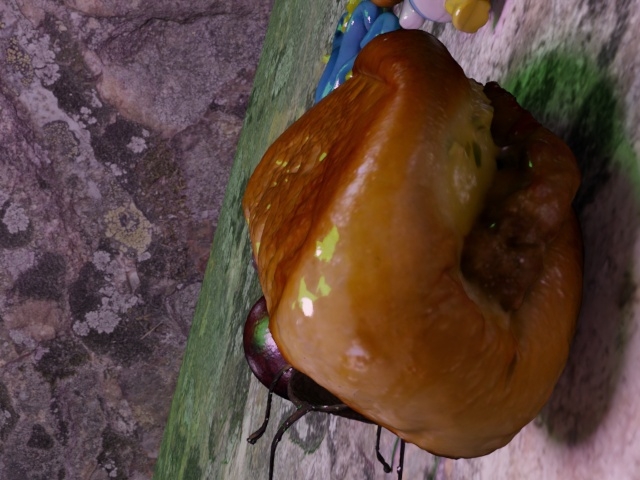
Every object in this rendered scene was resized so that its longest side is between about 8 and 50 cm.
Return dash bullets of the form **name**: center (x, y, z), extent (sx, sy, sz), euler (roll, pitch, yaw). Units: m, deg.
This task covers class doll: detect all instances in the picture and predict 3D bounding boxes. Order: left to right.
- **doll**: center (0.016, -0.186, 1.223), extent (0.346, 0.099, 0.341), euler (134, 145, -61)
- **doll**: center (0.124, -0.297, 0.880), extent (0.241, 0.099, 0.135), euler (-96, 0, -56)

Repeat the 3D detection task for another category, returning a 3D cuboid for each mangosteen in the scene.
- **mangosteen**: center (-0.012, 0.112, 0.981), extent (0.152, 0.152, 0.152), euler (-168, 90, -77)

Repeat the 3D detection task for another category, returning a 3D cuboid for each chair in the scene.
- **chair**: center (0.039, 0.136, 0.759), extent (0.174, 0.149, 0.213), euler (-111, 40, -74)

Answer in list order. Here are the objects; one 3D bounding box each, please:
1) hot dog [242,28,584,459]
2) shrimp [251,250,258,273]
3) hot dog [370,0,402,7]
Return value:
- **hot dog**: center (0.067, -0.029, 0.642), extent (0.223, 0.185, 0.405), euler (-56, 16, 9)
- **shrimp**: center (0.005, -0.005, 1.023), extent (0.343, 0.145, 0.116), euler (149, 129, -65)
- **hot dog**: center (0.096, -0.357, 1.130), extent (0.090, 0.060, 0.140), euler (-57, 26, 23)
